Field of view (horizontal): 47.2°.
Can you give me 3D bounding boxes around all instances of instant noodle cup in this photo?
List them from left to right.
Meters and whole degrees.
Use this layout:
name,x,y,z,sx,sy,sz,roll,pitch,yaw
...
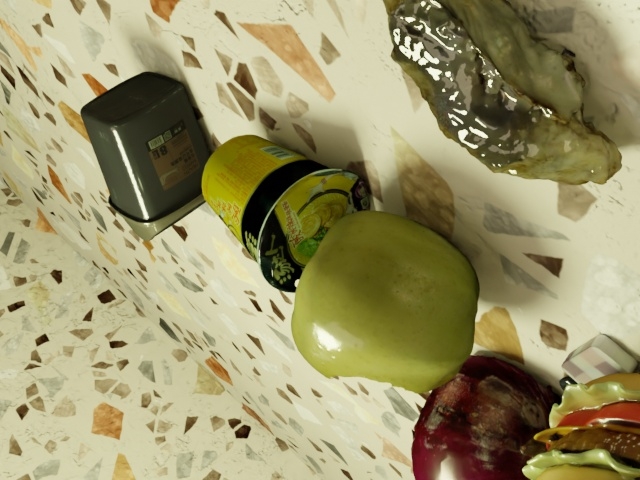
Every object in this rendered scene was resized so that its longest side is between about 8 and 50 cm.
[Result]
name,x,y,z,sx,sy,sz,roll,pitch,yaw
instant noodle cup,-0.071,-0.063,1.176,0.236,0.215,0.215,38,156,40

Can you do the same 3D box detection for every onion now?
name,x,y,z,sx,sy,sz,roll,pitch,yaw
onion,0.281,0.377,1.200,0.336,0.260,0.282,52,160,-12

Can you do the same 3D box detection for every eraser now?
name,x,y,z,sx,sy,sz,roll,pitch,yaw
eraser,0.378,0.170,0.997,0.065,0.026,0.105,40,155,9

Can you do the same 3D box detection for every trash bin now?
name,x,y,z,sx,sy,sz,roll,pitch,yaw
trash bin,-0.320,-0.156,1.411,0.182,0.209,0.290,28,144,38

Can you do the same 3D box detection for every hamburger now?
name,x,y,z,sx,sy,sz,roll,pitch,yaw
hamburger,0.404,0.285,0.900,0.274,0.212,0.274,26,149,17

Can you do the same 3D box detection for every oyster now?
name,x,y,z,sx,sy,sz,roll,pitch,yaw
oyster,0.151,-0.178,0.735,0.341,0.110,0.166,54,154,-14

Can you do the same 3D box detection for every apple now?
name,x,y,z,sx,sy,sz,roll,pitch,yaw
apple,0.094,0.085,1.046,0.279,0.279,0.279,36,153,22

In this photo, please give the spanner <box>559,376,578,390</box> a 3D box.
name,x,y,z,sx,sy,sz,roll,pitch,yaw
spanner,0.475,0.306,1.054,0.316,0.024,0.087,39,160,15
